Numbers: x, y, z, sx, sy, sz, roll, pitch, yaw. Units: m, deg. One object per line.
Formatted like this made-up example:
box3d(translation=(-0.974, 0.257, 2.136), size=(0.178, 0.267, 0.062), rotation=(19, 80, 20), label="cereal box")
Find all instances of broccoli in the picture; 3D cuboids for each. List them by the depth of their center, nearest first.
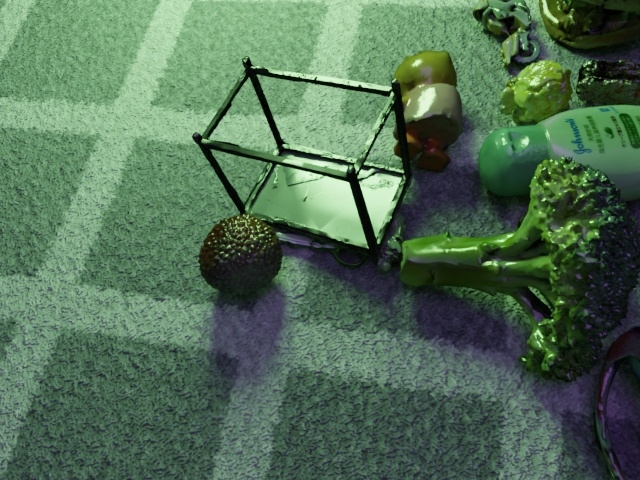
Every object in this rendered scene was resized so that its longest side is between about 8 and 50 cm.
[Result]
box3d(translation=(0.359, 0.002, 0.975), size=(0.397, 0.275, 0.353), rotation=(33, 83, 36), label="broccoli")

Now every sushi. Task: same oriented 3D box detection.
box3d(translation=(0.655, -0.349, 1.222), size=(0.150, 0.090, 0.078), rotation=(12, 62, 15), label="sushi")

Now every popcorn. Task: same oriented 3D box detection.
box3d(translation=(0.485, -0.332, 1.210), size=(0.162, 0.135, 0.141), rotation=(14, 87, 1), label="popcorn")

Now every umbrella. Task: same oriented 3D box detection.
box3d(translation=(0.145, 0.001, 1.129), size=(0.067, 0.062, 0.143), rotation=(21, 61, -5), label="umbrella")

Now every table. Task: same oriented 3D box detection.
box3d(translation=(-0.019, -0.167, 1.085), size=(0.335, 0.272, 0.222), rotation=(16, 64, 23), label="table")

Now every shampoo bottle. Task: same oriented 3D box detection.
box3d(translation=(0.503, -0.171, 1.118), size=(0.349, 0.151, 0.222), rotation=(-5, 61, 6), label="shampoo bottle")

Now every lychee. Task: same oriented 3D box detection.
box3d(translation=(-0.156, 0.027, 1.105), size=(0.165, 0.165, 0.197), rotation=(22, 30, 17), label="lychee")

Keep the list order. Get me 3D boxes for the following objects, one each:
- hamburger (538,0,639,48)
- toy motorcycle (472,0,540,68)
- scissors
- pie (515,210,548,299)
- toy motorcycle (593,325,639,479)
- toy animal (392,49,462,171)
box3d(translation=(0.665, -0.612, 1.295), size=(0.277, 0.195, 0.318), rotation=(-24, 61, -7), label="hamburger")
box3d(translation=(0.452, -0.523, 1.340), size=(0.130, 0.094, 0.229), rotation=(-11, 75, 7), label="toy motorcycle")
box3d(translation=(0.000, 0.000, 1.166), size=(0.204, 0.027, 0.101), rotation=(8, 64, 9), label="scissors")
box3d(translation=(0.496, 0.020, 1.078), size=(0.185, 0.052, 0.218), rotation=(-10, 61, 3), label="pie")
box3d(translation=(0.586, 0.304, 0.885), size=(0.182, 0.241, 0.319), rotation=(12, 54, -32), label="toy motorcycle")
box3d(translation=(0.232, -0.313, 1.218), size=(0.195, 0.169, 0.281), rotation=(20, 52, -31), label="toy animal")
